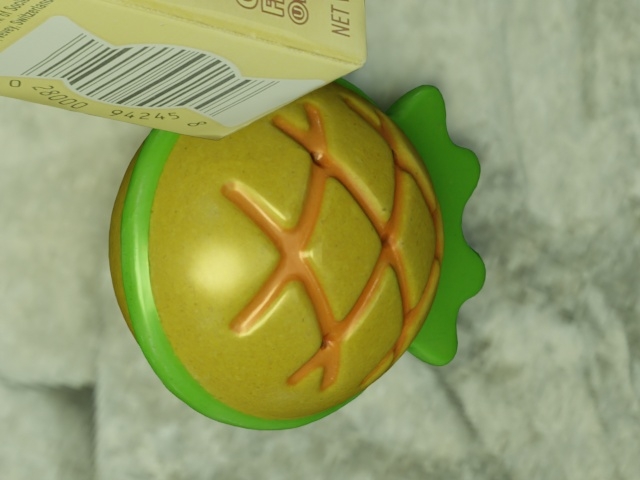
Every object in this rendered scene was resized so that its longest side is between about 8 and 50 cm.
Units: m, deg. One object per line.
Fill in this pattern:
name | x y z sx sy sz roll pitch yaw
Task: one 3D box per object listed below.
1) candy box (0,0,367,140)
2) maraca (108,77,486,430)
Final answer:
candy box | -0.136 -0.149 0.507 0.316 0.087 0.183 11 69 -36
maraca | 0.000 0.000 0.670 0.185 0.099 0.127 -7 98 -48
